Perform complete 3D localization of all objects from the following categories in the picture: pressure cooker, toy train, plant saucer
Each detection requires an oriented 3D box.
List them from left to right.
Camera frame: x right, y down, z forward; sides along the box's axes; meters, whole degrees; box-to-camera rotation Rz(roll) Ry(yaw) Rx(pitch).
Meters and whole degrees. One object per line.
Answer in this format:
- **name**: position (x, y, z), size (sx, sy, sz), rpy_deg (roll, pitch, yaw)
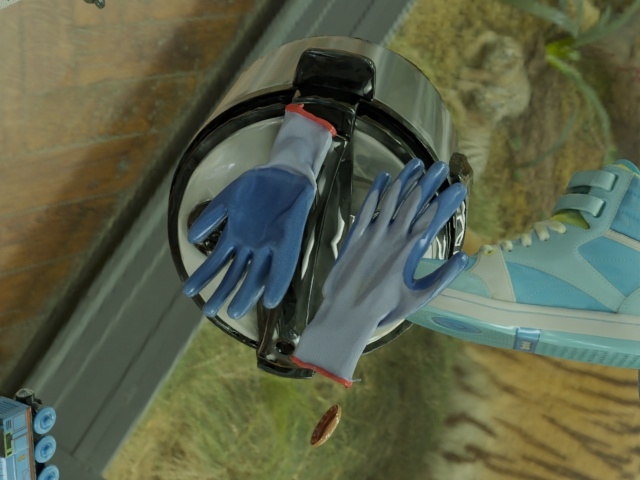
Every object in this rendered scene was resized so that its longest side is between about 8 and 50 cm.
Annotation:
- **toy train**: position (-0.446, 0.310, 1.519), size (0.105, 0.080, 0.184), rpy_deg (-23, 120, -53)
- **pressure cooker**: position (-0.004, -0.045, 1.345), size (0.370, 0.375, 0.420), rpy_deg (55, 20, -15)
- **plant saucer**: position (0.011, 0.319, 1.776), size (0.013, 0.083, 0.083), rpy_deg (34, 73, -8)

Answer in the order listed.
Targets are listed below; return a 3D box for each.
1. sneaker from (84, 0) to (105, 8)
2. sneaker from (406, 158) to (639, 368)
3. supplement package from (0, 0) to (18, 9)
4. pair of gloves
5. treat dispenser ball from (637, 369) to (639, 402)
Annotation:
- **sneaker**: position (-0.260, -0.428, 1.263), size (0.097, 0.135, 0.276), rpy_deg (-88, -160, -77)
- **sneaker**: position (0.224, 0.007, 1.061), size (0.127, 0.319, 0.208), rpy_deg (86, 14, -78)
- **supplement package**: position (-0.483, -0.433, 1.292), size (0.262, 0.145, 0.204), rpy_deg (38, 37, -60)
- **pair of gloves**: position (0.000, 0.000, 0.672), size (0.159, 0.198, 0.023), rpy_deg (-61, 146, -3)
- **treat dispenser ball**: position (0.502, 0.162, 1.150), size (0.288, 0.288, 0.288), rpy_deg (-24, 122, -44)
